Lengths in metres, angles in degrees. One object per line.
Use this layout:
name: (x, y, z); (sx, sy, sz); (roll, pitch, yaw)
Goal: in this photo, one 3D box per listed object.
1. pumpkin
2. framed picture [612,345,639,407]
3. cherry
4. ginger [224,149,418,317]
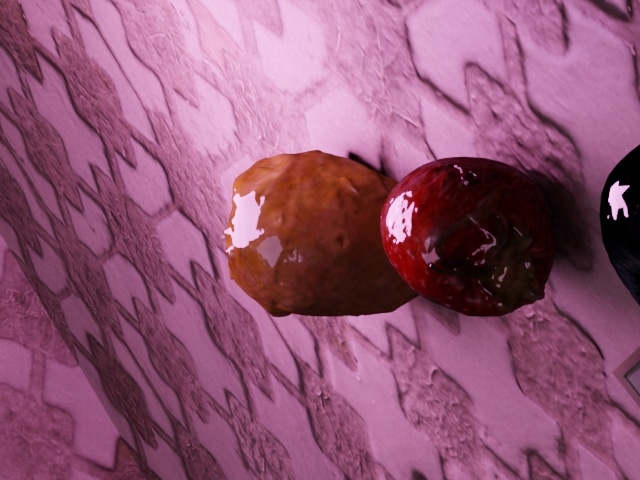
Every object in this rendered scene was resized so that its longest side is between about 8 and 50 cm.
pumpkin: (0.357, 0.001, 1.545); (0.233, 0.163, 0.233); (56, 170, 15)
framed picture: (0.437, 0.208, 1.805); (0.281, 0.019, 0.209); (52, 153, 15)
cherry: (0.152, -0.008, 1.904); (0.250, 0.192, 0.175); (15, 95, 64)
ginger: (0.000, -0.003, 2.141); (0.269, 0.223, 0.200); (31, 139, 48)
